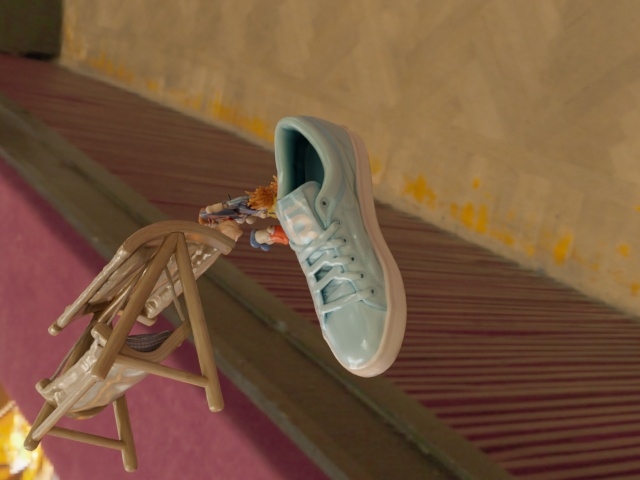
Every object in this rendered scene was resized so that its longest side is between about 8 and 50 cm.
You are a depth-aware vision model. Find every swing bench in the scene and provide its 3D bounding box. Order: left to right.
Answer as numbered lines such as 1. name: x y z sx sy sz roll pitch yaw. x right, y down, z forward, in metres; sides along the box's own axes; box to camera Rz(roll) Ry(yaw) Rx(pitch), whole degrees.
1. swing bench: -0.246 0.128 1.199 0.253 0.165 0.255 -41 38 43

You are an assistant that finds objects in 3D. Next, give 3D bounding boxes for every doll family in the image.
1. doll family: -0.119 -0.051 1.598 0.163 0.263 0.118 -13 82 45

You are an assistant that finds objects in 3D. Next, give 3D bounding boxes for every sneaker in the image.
1. sneaker: 0.000 0.000 1.211 0.135 0.150 0.366 -32 59 34
